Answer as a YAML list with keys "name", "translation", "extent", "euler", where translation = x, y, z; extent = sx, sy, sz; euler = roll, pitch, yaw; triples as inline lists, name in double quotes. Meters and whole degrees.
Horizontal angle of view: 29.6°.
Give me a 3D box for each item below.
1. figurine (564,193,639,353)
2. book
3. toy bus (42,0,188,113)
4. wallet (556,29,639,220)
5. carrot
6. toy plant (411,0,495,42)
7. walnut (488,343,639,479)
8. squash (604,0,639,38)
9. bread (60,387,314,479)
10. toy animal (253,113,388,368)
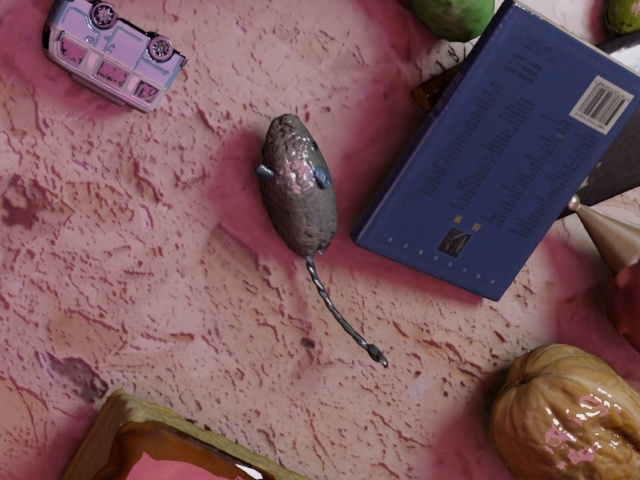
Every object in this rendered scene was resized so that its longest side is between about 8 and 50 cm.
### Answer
- name: "figurine"
  translation: [0.396, 0.078, 1.245]
  extent: [0.386, 0.166, 0.207]
  euler: [27, 71, -11]
- name: "book"
  translation: [0.172, -0.077, 1.150]
  extent: [0.190, 0.025, 0.269]
  euler: [22, 111, -31]
- name: "toy bus"
  translation: [-0.188, -0.166, 1.068]
  extent: [0.123, 0.060, 0.075]
  euler: [28, 93, -22]
- name: "wallet"
  translation: [0.288, -0.115, 1.221]
  extent: [0.321, 0.044, 0.171]
  euler: [-22, 120, -13]
- name: "carrot"
  translation: [0.170, -0.168, 1.190]
  extent: [0.170, 0.042, 0.042]
  euler: [-25, 106, -13]
- name: "toy plant"
  translation: [0.106, -0.334, 1.003]
  extent: [0.317, 0.356, 0.211]
  euler: [10, 57, -36]
- name: "walnut"
  translation: [0.260, 0.194, 1.225]
  extent: [0.184, 0.155, 0.155]
  euler: [41, 86, -21]
- name: "squash"
  translation: [0.340, -0.285, 1.220]
  extent: [0.052, 0.052, 0.183]
  euler: [29, 91, -20]
- name: "bread"
  translation: [-0.125, 0.352, 1.132]
  extent: [0.323, 0.143, 0.333]
  euler: [28, 89, -21]
- name: "toy animal"
  translation: [-0.004, 0.003, 1.144]
  extent: [0.070, 0.079, 0.253]
  euler: [-17, 103, 8]
